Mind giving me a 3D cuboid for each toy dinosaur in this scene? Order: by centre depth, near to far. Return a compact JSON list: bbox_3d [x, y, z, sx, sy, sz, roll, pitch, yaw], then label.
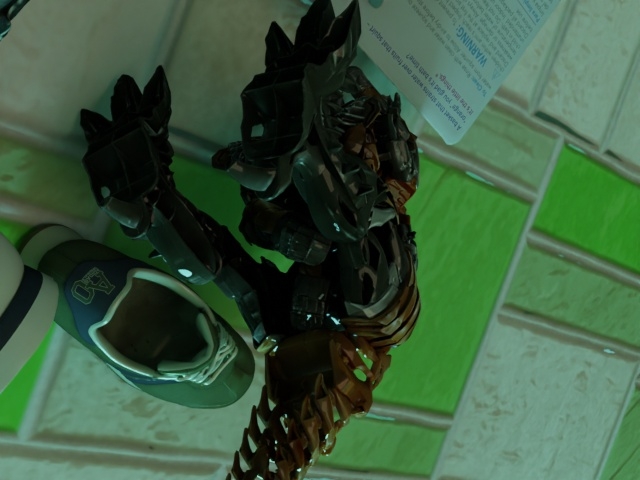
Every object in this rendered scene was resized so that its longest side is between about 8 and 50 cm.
[{"bbox_3d":[0.000,0.000,0.611,0.164,0.322,0.218,-29,124,9],"label":"toy dinosaur"}]

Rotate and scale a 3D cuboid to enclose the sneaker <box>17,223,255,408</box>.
[{"bbox_3d":[-0.086,0.060,0.652,0.192,0.086,0.064,41,76,-45],"label":"sneaker"}]

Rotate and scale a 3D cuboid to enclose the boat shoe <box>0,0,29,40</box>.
[{"bbox_3d":[-0.199,-0.091,0.480,0.335,0.121,0.119,-44,153,-25],"label":"boat shoe"}]

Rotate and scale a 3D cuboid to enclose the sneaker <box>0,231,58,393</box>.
[{"bbox_3d":[-0.231,0.083,0.536,0.095,0.090,0.235,45,72,-27],"label":"sneaker"}]

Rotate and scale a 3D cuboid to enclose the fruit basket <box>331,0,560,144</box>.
[{"bbox_3d":[0.098,-0.281,0.677,0.353,0.165,0.327,-51,135,0],"label":"fruit basket"}]
